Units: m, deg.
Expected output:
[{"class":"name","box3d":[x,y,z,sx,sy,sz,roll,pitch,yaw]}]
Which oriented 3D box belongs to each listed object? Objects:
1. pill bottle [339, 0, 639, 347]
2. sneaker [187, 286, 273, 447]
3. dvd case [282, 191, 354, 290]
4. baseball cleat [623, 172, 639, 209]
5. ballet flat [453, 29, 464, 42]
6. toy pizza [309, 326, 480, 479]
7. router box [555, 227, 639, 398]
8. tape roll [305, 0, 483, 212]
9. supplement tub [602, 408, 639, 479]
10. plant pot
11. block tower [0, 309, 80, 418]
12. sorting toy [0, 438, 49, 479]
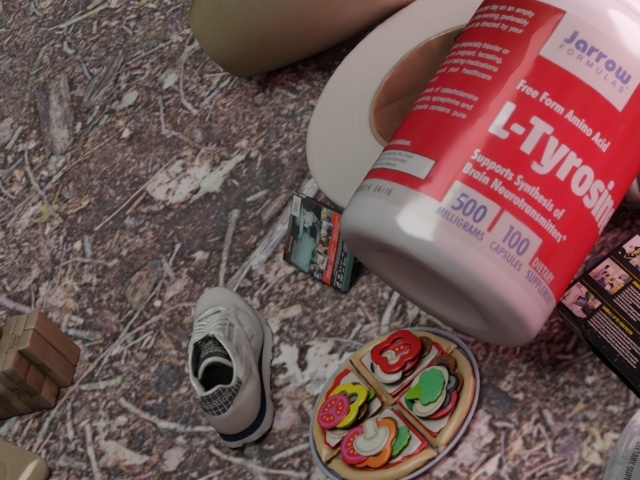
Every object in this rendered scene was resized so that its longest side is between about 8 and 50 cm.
[{"class":"pill bottle","box3d":[0.215,-0.116,1.601,0.229,0.229,0.407,21,73,47]},{"class":"sneaker","box3d":[-0.110,0.123,1.804,0.090,0.095,0.235,-32,38,11]},{"class":"dvd case","box3d":[0.000,0.000,1.859,0.119,0.013,0.087,25,111,48]},{"class":"baseball cleat","box3d":[0.359,-0.122,1.696,0.109,0.072,0.206,-10,45,35]},{"class":"ballet flat","box3d":[0.230,-0.265,1.855,0.173,0.049,0.057,-39,6,-7]},{"class":"toy pizza","box3d":[0.072,0.169,1.666,0.201,0.032,0.201,-21,42,20]},{"class":"router box","box3d":[0.326,0.074,1.550,0.133,0.046,0.179,-39,39,0]},{"class":"tape roll","box3d":[0.164,-0.158,1.881,0.392,0.072,0.392,-21,42,20]},{"class":"supplement tub","box3d":[0.400,0.234,1.212,0.338,0.207,0.207,5,56,41]},{"class":"plant pot","box3d":[-0.039,-0.346,2.110,0.274,0.256,0.256,-36,36,29]},{"class":"block tower","box3d":[-0.475,0.181,2.030,0.335,0.097,0.091,-17,43,27]},{"class":"sorting toy","box3d":[-0.442,0.322,1.918,0.208,0.038,0.193,15,62,39]}]
